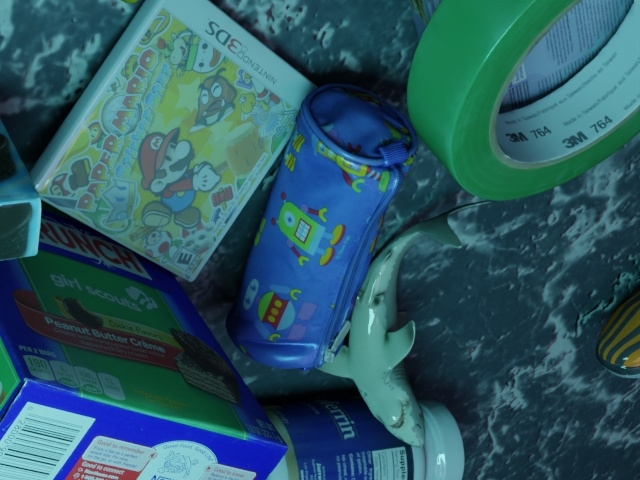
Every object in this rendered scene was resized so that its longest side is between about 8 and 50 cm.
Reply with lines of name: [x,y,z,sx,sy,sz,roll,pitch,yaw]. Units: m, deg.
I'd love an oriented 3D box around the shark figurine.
shark figurine: [0.087,0.072,1.396,0.116,0.166,0.278,-8,114,-58]

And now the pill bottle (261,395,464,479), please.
pill bottle: [0.028,0.260,1.446,0.264,0.153,0.153,-2,125,-30]

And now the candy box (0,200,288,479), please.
candy box: [-0.213,0.090,1.051,0.268,0.317,0.122,24,107,-43]

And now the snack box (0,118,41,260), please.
snack box: [-0.394,-0.042,0.932,0.322,0.187,0.060,-8,128,-26]

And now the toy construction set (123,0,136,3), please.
toy construction set: [-0.188,-0.241,0.902,0.309,0.257,0.237,-34,151,26]

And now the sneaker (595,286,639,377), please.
sneaker: [0.457,0.022,1.553,0.321,0.124,0.180,-40,132,-12]

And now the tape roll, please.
tape roll: [0.231,-0.178,1.130,0.321,0.077,0.321,-25,148,-17]

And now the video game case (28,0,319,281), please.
video game case: [-0.128,-0.096,1.128,0.206,0.026,0.227,33,91,-43]

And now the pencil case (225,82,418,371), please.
pencil case: [0.000,0.000,1.222,0.119,0.133,0.306,-24,144,-44]

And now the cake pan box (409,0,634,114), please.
cake pan box: [0.223,-0.217,1.246,0.245,0.070,0.267,-29,134,-5]
